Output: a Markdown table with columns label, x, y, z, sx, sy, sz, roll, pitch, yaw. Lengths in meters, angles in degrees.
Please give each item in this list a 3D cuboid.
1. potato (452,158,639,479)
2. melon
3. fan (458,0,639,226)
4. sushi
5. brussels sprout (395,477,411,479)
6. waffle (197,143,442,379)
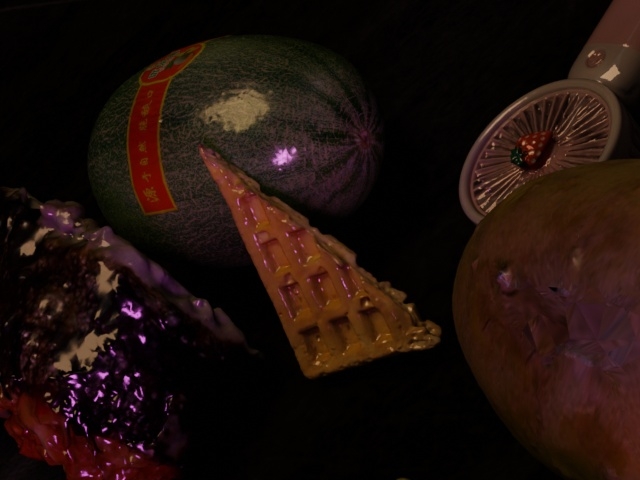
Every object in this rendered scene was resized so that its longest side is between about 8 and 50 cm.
| label | x | y | z | sx | sy | sz | roll | pitch | yaw |
| --- | --- | --- | --- | --- | --- | --- | --- | --- | --- |
| potato | 0.199 | 0.051 | 1.024 | 0.307 | 0.173 | 0.210 | 19 | 97 | 53 |
| melon | -0.077 | -0.068 | 1.447 | 0.288 | 0.182 | 0.182 | -14 | 46 | 41 |
| fan | 0.189 | -0.094 | 1.277 | 0.130 | 0.074 | 0.244 | 8 | 60 | 51 |
| sushi | -0.206 | 0.071 | 1.433 | 0.182 | 0.196 | 0.343 | -48 | 33 | -14 |
| brussels sprout | 0.040 | 0.274 | 0.907 | 0.328 | 0.247 | 0.328 | -17 | 13 | 4 |
| waffle | 0.000 | 0.000 | 1.300 | 0.125 | 0.191 | 0.032 | -18 | 10 | 37 |
